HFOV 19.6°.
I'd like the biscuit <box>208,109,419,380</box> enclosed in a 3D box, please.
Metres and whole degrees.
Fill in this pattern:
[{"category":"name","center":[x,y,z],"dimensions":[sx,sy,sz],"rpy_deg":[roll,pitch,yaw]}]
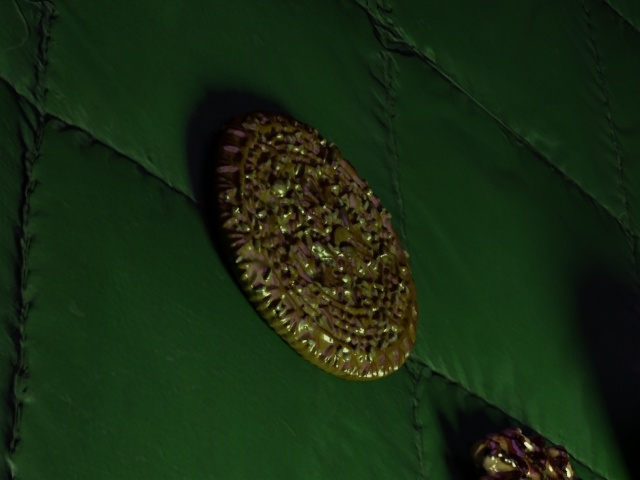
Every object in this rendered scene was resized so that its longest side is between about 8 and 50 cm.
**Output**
[{"category":"biscuit","center":[0.000,0.000,1.834],"dimensions":[0.305,0.038,0.305],"rpy_deg":[37,36,-34]}]

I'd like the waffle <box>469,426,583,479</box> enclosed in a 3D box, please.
[{"category":"waffle","center":[0.230,0.294,1.905],"dimensions":[0.234,0.055,0.221],"rpy_deg":[14,51,-58]}]
